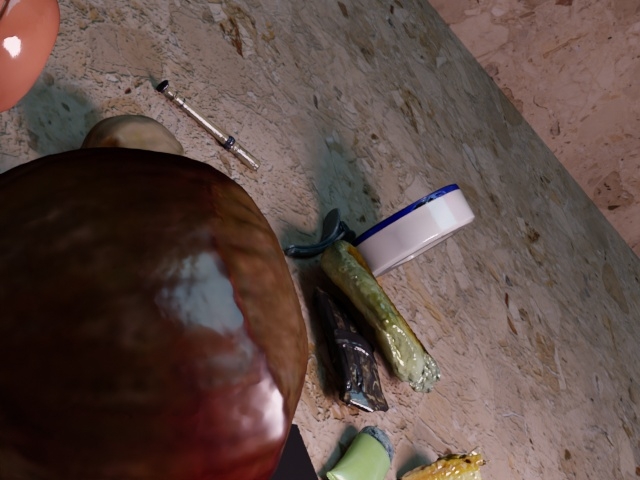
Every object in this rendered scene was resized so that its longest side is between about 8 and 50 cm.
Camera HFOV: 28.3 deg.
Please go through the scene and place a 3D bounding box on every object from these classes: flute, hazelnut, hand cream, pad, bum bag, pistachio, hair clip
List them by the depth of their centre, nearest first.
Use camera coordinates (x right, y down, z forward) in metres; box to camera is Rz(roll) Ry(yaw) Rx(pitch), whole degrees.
[{"bbox_3d":[-0.215,0.105,1.301,0.421,0.421,0.353,52,-15,-8],"label":"hazelnut"},{"bbox_3d":[-0.035,0.355,1.726,0.164,0.004,0.243,16,45,-55],"label":"pad"},{"bbox_3d":[-0.256,-0.110,1.759,0.206,0.131,0.129,-24,123,-66],"label":"pistachio"},{"bbox_3d":[0.063,0.338,1.885,0.095,0.046,0.175,54,30,-7],"label":"hand cream"},{"bbox_3d":[0.049,0.179,2.028,0.102,0.069,0.248,17,41,-32],"label":"bum bag"},{"bbox_3d":[-0.182,-0.189,2.120,0.233,0.027,0.027,40,29,-32],"label":"flute"},{"bbox_3d":[0.000,0.000,2.204,0.070,0.039,0.229,57,25,0],"label":"hair clip"}]

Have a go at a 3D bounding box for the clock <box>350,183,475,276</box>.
[{"bbox_3d":[0.165,-0.014,2.291,0.083,0.230,0.230,58,24,5],"label":"clock"}]

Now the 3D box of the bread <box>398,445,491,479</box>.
[{"bbox_3d":[0.201,0.419,2.016,0.152,0.127,0.147,-8,64,-27],"label":"bread"}]

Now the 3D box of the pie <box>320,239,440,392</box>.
[{"bbox_3d":[0.098,0.122,2.114,0.302,0.067,0.302,53,3,-4],"label":"pie"}]

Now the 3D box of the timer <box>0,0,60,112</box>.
[{"bbox_3d":[-0.432,-0.262,1.501,0.215,0.229,0.229,31,33,-27],"label":"timer"}]
